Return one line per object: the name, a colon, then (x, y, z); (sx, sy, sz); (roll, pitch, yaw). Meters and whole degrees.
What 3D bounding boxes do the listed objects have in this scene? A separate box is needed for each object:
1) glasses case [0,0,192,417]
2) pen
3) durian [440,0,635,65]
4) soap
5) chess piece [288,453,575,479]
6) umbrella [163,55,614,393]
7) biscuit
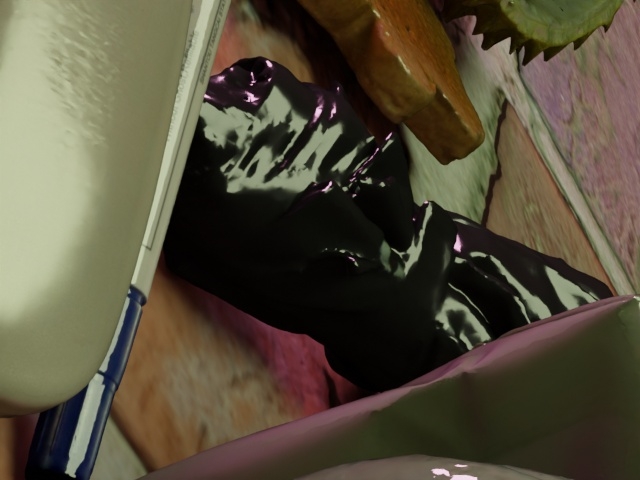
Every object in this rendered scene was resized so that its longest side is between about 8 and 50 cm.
glasses case: (-0.081, -0.047, 0.561); (0.081, 0.051, 0.204); (31, 54, -31)
pen: (-0.054, -0.020, 0.599); (0.025, 0.025, 0.204); (44, 51, -46)
durian: (0.104, -0.208, 1.060); (0.306, 0.166, 0.172); (53, 16, -49)
soap: (0.065, 0.132, 0.596); (0.199, 0.182, 0.138); (68, 19, 6)
chess piece: (-0.029, 0.146, 0.378); (0.299, 0.194, 0.195); (1, 67, -58)
umbrella: (0.000, 0.000, 0.721); (0.340, 0.118, 0.118); (36, 35, -39)
biscuit: (0.005, -0.129, 0.936); (0.225, 0.036, 0.166); (45, 22, -44)
